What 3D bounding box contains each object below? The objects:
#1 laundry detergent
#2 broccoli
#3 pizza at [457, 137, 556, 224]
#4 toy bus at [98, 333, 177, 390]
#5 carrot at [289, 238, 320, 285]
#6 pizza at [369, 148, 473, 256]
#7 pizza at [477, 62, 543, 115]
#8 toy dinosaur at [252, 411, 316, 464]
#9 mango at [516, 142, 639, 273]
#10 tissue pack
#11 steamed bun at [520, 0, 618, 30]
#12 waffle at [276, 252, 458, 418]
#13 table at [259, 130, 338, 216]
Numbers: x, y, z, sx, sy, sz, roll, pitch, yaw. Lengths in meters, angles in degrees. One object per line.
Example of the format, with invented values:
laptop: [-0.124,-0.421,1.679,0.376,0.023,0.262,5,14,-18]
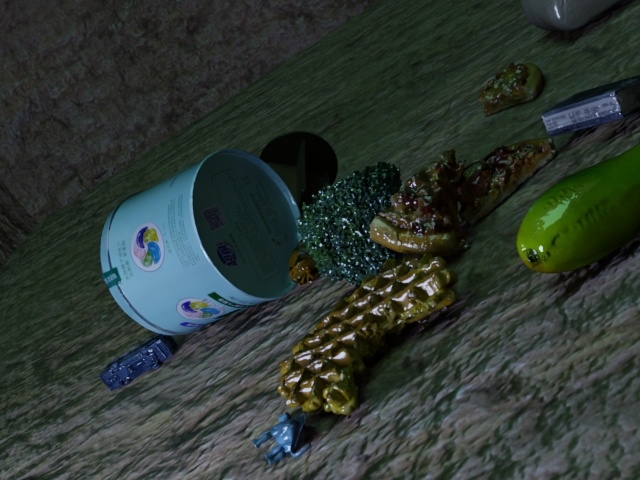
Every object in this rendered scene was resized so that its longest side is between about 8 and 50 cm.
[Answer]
laundry detergent: [-0.231,0.014,2.071,0.305,0.287,0.287,-23,22,38]
broccoli: [0.071,-0.028,1.853,0.219,0.194,0.194,-60,16,6]
pizza: [0.273,-0.102,1.783,0.201,0.053,0.193,-23,22,38]
toy bus: [-0.348,0.229,2.154,0.166,0.047,0.065,-31,15,22]
carrot: [0.000,0.001,2.046,0.069,0.069,0.228,-25,20,34]
pizza: [0.169,-0.066,1.716,0.154,0.069,0.193,10,64,27]
pizza: [0.355,-0.289,2.112,0.134,0.046,0.175,-37,18,2]
toy dinosaur: [-0.046,0.260,1.493,0.080,0.045,0.197,-36,8,-7]
mango: [0.344,-0.041,1.399,0.233,0.111,0.125,-39,22,-9]
tissue pack: [0.433,-0.210,1.727,0.112,0.051,0.156,-29,11,-33]
steamed bun: [0.547,-0.599,2.216,0.384,0.236,0.247,-36,16,3]
waffle: [0.060,0.135,1.579,0.293,0.069,0.260,-44,15,-14]
table: [-0.045,-0.096,2.250,0.167,0.167,0.226,-32,27,17]
